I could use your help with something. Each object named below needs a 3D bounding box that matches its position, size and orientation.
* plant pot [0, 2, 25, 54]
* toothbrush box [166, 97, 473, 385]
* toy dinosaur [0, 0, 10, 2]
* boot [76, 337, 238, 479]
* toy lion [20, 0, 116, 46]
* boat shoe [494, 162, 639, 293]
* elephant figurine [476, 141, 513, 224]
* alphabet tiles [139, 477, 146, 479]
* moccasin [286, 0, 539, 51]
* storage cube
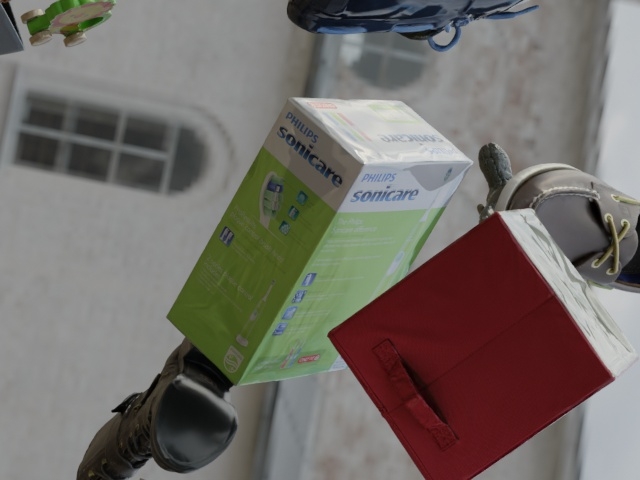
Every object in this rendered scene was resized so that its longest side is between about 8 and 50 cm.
[{"bbox_3d":[-0.479,-0.316,2.349,0.188,0.167,0.187,84,-15,-74],"label":"plant pot"},{"bbox_3d":[0.000,0.000,2.011,0.122,0.206,0.283,43,-64,26],"label":"toothbrush box"},{"bbox_3d":[-0.413,-0.265,1.670,0.322,0.164,0.218,-9,144,-55],"label":"toy dinosaur"},{"bbox_3d":[-0.189,0.223,2.113,0.229,0.091,0.263,-44,-167,26],"label":"boot"},{"bbox_3d":[-0.243,-0.227,1.939,0.100,0.096,0.034,-9,77,-64],"label":"toy lion"},{"bbox_3d":[0.307,-0.004,2.105,0.097,0.324,0.116,25,-85,39],"label":"boat shoe"},{"bbox_3d":[0.242,0.006,2.378,0.186,0.169,0.239,1,-79,40],"label":"elephant figurine"},{"bbox_3d":[-0.074,0.301,1.916,0.198,0.237,0.009,108,6,-67],"label":"alphabet tiles"},{"bbox_3d":[0.082,-0.245,1.734,0.117,0.342,0.137,-47,-115,31],"label":"moccasin"},{"bbox_3d":[0.152,0.096,1.765,0.193,0.183,0.215,-37,172,15],"label":"storage cube"}]
